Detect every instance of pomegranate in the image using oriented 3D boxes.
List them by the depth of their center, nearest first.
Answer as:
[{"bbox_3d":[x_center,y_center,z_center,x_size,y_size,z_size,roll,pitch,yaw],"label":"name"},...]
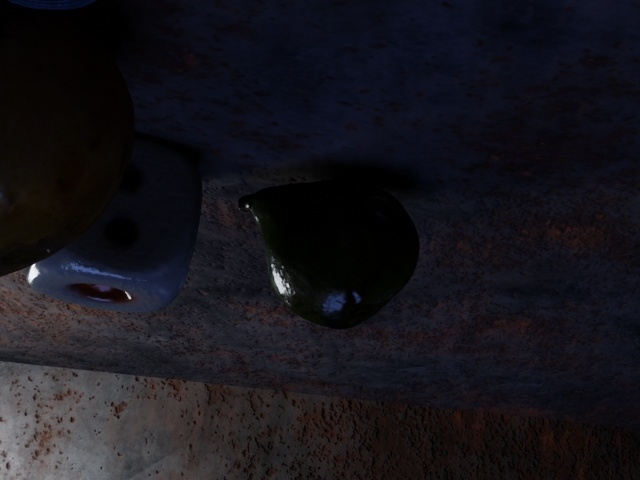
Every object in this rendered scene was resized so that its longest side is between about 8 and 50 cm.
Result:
[{"bbox_3d":[-0.342,-0.099,1.143,0.322,0.322,0.322,6,162,2],"label":"pomegranate"}]

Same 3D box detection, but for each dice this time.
[{"bbox_3d":[-0.265,-0.020,1.495,0.194,0.192,0.193,13,162,-16],"label":"dice"}]

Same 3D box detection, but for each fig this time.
[{"bbox_3d":[0.000,0.000,1.498,0.245,0.195,0.195,35,162,5],"label":"fig"}]

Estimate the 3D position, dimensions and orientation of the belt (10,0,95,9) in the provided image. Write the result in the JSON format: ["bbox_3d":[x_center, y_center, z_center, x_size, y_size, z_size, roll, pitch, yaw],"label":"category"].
[{"bbox_3d":[-0.222,-0.259,0.931,0.141,0.082,0.190,16,161,-17],"label":"belt"}]
